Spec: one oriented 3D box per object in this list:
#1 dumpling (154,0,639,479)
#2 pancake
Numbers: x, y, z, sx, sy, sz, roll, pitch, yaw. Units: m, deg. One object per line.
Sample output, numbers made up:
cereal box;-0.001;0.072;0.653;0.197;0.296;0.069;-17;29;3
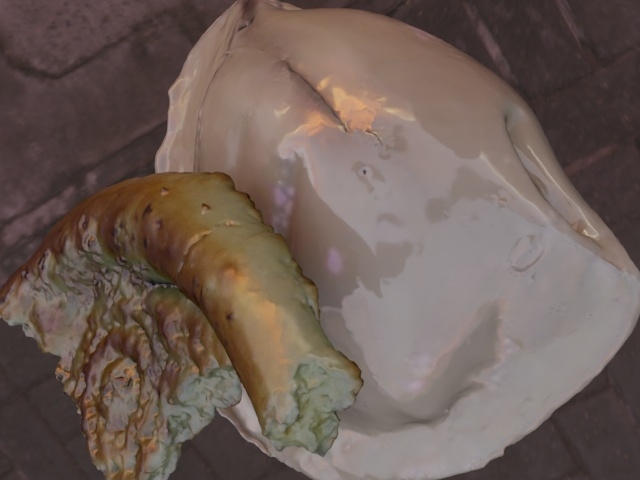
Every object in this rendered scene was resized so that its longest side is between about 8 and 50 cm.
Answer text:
dumpling;0.000;0.000;0.697;0.395;0.233;0.315;44;110;27
pancake;-0.112;0.055;0.606;0.377;0.054;0.197;-2;84;52
